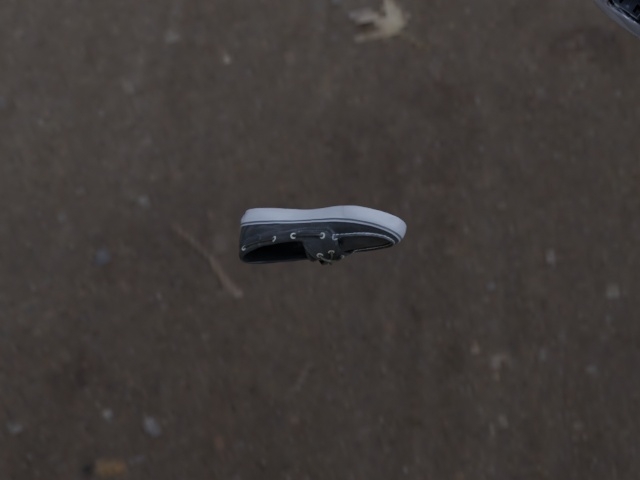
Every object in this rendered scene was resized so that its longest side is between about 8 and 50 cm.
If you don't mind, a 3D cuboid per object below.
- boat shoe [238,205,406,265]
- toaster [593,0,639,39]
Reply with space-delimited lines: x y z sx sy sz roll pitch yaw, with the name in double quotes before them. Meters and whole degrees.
"boat shoe" 0.000 0.000 1.508 0.142 0.049 0.040 0 67 29
"toaster" 0.263 -0.208 1.265 0.129 0.227 0.146 36 77 0
